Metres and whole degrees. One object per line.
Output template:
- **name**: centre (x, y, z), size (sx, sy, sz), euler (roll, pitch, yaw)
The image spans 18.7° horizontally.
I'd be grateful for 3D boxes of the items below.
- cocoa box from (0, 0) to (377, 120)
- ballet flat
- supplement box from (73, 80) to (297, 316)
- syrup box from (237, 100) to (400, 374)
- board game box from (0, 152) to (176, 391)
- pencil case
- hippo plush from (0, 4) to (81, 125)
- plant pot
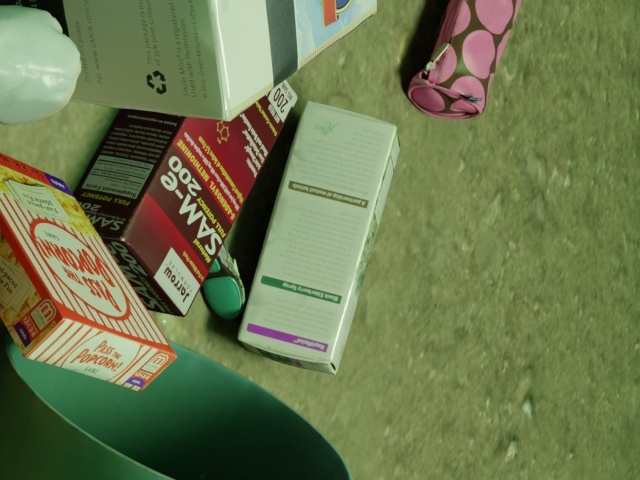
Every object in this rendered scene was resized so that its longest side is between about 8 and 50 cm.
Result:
- **cocoa box**: centre (-0.120, -0.297, 1.440), size (0.228, 0.231, 0.347), euler (-41, 132, -47)
- **ballet flat**: centre (-0.092, 0.022, 1.769), size (0.041, 0.041, 0.114), euler (-58, 144, -32)
- **supplement box**: centre (-0.118, -0.070, 1.666), size (0.239, 0.073, 0.130), euler (-64, 146, -23)
- **syrup box**: centre (0.000, 0.000, 1.831), size (0.093, 0.096, 0.237), euler (65, 41, -79)
- **board game box**: centre (-0.206, 0.017, 1.448), size (0.045, 0.193, 0.147), euler (-43, 151, 13)
- **pencil case**: centre (0.159, -0.235, 2.056), size (0.098, 0.095, 0.209), euler (31, 69, -41)
- **hippo plush**: centre (-0.313, -0.183, 1.244), size (0.294, 0.234, 0.236), euler (29, 42, -73)
- **plant pot**: centre (-0.154, 0.230, 1.507), size (0.293, 0.293, 0.235), euler (3, 116, -59)
